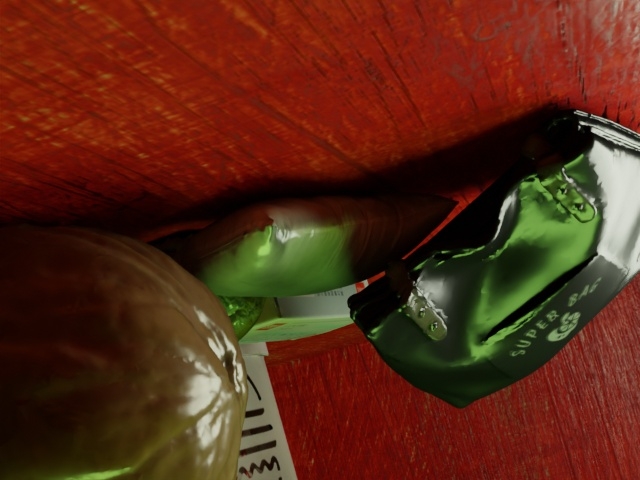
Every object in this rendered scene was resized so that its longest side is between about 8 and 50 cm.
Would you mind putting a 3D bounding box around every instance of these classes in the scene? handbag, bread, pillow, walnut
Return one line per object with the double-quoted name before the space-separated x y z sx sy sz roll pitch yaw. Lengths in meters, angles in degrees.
"handbag" 0.176 0.016 0.910 0.342 0.152 0.288 -44 153 12
"bread" -0.099 0.052 0.944 0.103 0.110 0.156 -26 166 26
"pillow" 0.001 0.000 0.876 0.254 0.078 0.144 -6 160 -46
"walnut" -0.215 0.134 0.741 0.333 0.332 0.333 -14 169 -3

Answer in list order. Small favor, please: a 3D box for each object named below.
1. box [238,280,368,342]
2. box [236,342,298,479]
"box" -0.050 0.074 1.187 0.135 0.079 0.269 -19 169 25
"box" -0.238 0.262 1.301 0.312 0.299 0.314 -19 169 17
